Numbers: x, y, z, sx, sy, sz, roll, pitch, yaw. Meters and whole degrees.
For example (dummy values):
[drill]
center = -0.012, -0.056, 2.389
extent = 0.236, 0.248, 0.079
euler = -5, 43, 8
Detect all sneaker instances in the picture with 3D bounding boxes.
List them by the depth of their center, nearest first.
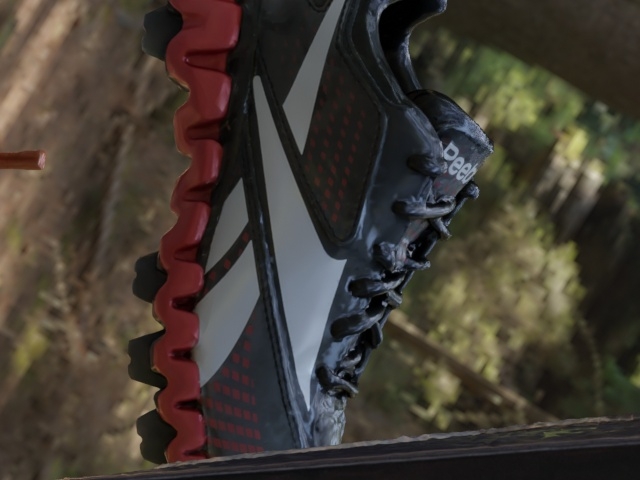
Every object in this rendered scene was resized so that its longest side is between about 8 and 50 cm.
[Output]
[sneaker]
center = 0.000, 0.000, 0.711
extent = 0.097, 0.135, 0.276
euler = 24, 67, -75

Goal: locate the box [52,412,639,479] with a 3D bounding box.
[box]
center = 0.080, 0.111, 0.422
extent = 0.163, 0.247, 0.142
euler = 24, 62, -76

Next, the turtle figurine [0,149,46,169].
[turtle figurine]
center = -0.276, -0.123, 0.944
extent = 0.087, 0.269, 0.217
euler = -61, 163, 0
